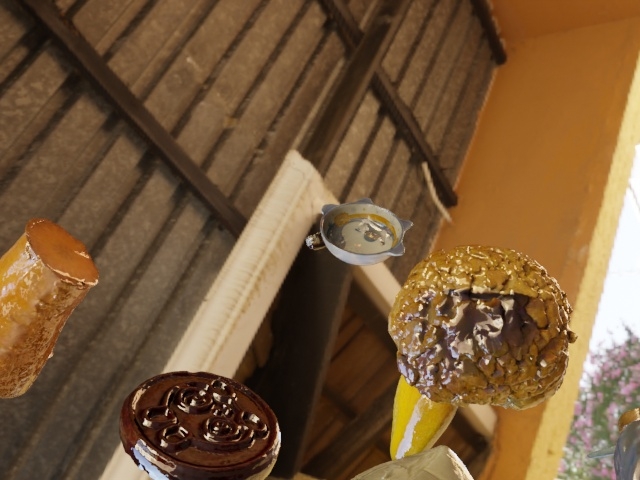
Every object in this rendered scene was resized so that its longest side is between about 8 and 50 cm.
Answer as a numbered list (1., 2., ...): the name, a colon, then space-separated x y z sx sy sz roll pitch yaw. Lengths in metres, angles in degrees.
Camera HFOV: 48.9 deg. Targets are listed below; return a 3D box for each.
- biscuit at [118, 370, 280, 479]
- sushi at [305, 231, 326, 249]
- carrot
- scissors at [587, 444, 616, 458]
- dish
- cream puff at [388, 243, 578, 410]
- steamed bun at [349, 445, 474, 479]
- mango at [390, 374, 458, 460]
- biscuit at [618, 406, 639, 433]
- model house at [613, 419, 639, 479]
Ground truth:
1. biscuit: -0.293 0.460 1.756 0.407 0.407 0.091 -12 -52 -50
2. sushi: 0.000 0.000 2.043 0.083 0.044 0.046 -19 -92 -31
3. carrot: -0.484 0.108 1.167 0.254 0.196 0.196 -44 -43 12
4. scissors: 0.845 0.472 1.691 0.029 0.447 0.192 49 -140 -12
5. dish: 0.110 -0.003 1.728 0.228 0.236 0.086 -14 -46 -20
6. cream puff: 0.296 0.166 1.276 0.327 0.343 0.231 -46 -10 -7
7. steamed bun: 0.111 0.525 1.183 0.247 0.384 0.236 63 178 9
8. mango: 0.218 0.332 1.463 0.119 0.176 0.316 19 -85 -15
9. biscuit: 0.677 0.311 1.248 0.208 0.290 0.041 30 -136 -32
10. model house: 0.467 0.257 0.731 0.301 0.272 0.190 56 -146 -62
